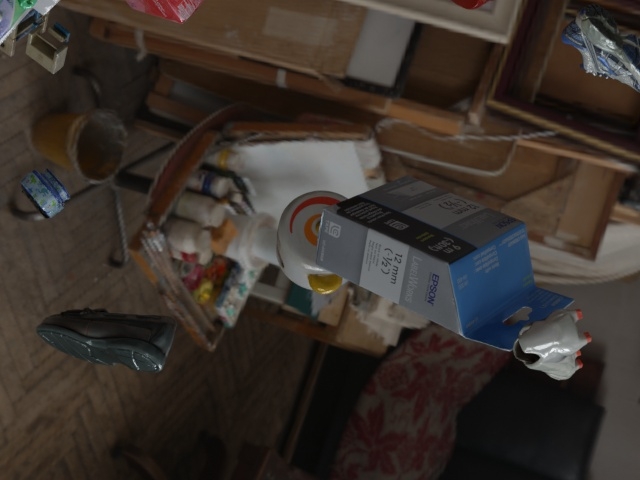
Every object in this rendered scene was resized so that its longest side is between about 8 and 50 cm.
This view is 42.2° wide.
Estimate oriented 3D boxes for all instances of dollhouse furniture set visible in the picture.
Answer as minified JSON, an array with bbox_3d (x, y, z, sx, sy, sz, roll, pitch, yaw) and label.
[{"bbox_3d":[-0.669,-0.491,1.983,0.129,0.183,0.129,-54,-178,-38],"label":"dollhouse furniture set"}]

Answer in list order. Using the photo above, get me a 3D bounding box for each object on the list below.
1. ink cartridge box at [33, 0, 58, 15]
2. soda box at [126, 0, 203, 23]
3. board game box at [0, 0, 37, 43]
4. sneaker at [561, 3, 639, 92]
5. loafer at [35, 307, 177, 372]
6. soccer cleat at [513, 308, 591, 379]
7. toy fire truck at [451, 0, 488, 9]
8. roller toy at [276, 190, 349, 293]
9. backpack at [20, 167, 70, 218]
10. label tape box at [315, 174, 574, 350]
[{"bbox_3d":[-0.522,-0.524,1.330,0.117,0.201,0.278,-38,134,20],"label":"ink cartridge box"},{"bbox_3d":[-0.198,-0.331,0.800,0.083,0.092,0.263,-57,148,-14],"label":"soda box"},{"bbox_3d":[-0.602,-0.314,1.057,0.390,0.050,0.390,-43,138,15],"label":"board game box"},{"bbox_3d":[0.330,-0.210,0.946,0.135,0.058,0.052,38,55,-17],"label":"sneaker"},{"bbox_3d":[-0.343,0.151,1.349,0.084,0.267,0.096,-63,144,-31],"label":"loafer"},{"bbox_3d":[0.256,0.120,0.943,0.196,0.076,0.068,58,15,-68],"label":"soccer cleat"},{"bbox_3d":[0.160,-0.416,0.888,0.169,0.254,0.302,-34,160,-11],"label":"toy fire truck"},{"bbox_3d":[0.000,0.000,1.766,0.209,0.191,0.146,-51,170,-22],"label":"roller toy"},{"bbox_3d":[-0.634,-0.115,1.905,0.084,0.105,0.114,-42,179,-12],"label":"backpack"},{"bbox_3d":[0.204,0.023,1.305,0.249,0.347,0.115,-23,128,-48],"label":"label tape box"}]
